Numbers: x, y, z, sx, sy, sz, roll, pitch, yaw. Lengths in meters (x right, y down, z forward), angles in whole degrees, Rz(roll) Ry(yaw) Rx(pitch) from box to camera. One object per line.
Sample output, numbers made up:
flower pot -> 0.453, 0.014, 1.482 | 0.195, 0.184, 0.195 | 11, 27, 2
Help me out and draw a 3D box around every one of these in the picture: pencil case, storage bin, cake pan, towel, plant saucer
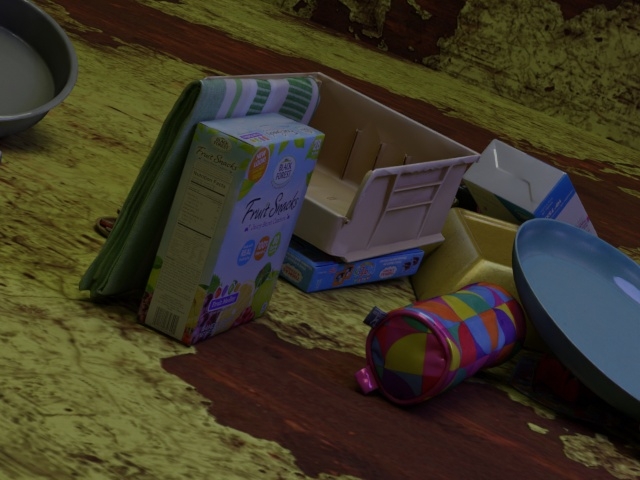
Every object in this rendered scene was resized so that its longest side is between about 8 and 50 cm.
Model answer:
pencil case -> 0.126, 0.101, 1.549 | 0.104, 0.104, 0.236 | 25, 16, 25
storage bin -> 0.005, -0.095, 1.849 | 0.262, 0.123, 0.260 | 31, 22, 28
cake pan -> -0.458, -0.234, 1.956 | 0.293, 0.054, 0.293 | 16, 40, -14
towel -> -0.112, -0.064, 1.580 | 0.038, 0.248, 0.325 | 34, 17, 15
plant saucer -> 0.279, 0.053, 1.930 | 0.332, 0.081, 0.333 | 16, 14, -8
plant saucer -> 0.329, 0.101, 1.690 | 0.317, 0.044, 0.318 | 29, 27, -17

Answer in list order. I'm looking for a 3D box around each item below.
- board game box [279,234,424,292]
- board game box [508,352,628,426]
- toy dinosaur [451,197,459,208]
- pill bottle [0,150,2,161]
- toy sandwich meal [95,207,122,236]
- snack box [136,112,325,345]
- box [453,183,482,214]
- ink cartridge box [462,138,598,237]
board game box -> 0.000, 0.000, 1.834 | 0.160, 0.039, 0.211 | 33, 25, 33
board game box -> 0.279, 0.150, 1.671 | 0.133, 0.033, 0.168 | 21, 15, 10
toy dinosaur -> 0.063, -0.079, 2.201 | 0.268, 0.064, 0.118 | 24, 9, 30
pill bottle -> -0.406, -0.082, 1.642 | 0.116, 0.065, 0.065 | 15, 15, -7
toy sandwich meal -> -0.209, -0.019, 1.713 | 0.085, 0.029, 0.085 | 17, 15, -5
snack box -> -0.085, -0.016, 1.503 | 0.070, 0.207, 0.174 | 23, 16, 18
box -> 0.227, -0.039, 2.231 | 0.083, 0.062, 0.052 | 25, 18, 25
ink cartridge box -> 0.302, -0.028, 2.135 | 0.134, 0.078, 0.231 | 30, -15, 39
